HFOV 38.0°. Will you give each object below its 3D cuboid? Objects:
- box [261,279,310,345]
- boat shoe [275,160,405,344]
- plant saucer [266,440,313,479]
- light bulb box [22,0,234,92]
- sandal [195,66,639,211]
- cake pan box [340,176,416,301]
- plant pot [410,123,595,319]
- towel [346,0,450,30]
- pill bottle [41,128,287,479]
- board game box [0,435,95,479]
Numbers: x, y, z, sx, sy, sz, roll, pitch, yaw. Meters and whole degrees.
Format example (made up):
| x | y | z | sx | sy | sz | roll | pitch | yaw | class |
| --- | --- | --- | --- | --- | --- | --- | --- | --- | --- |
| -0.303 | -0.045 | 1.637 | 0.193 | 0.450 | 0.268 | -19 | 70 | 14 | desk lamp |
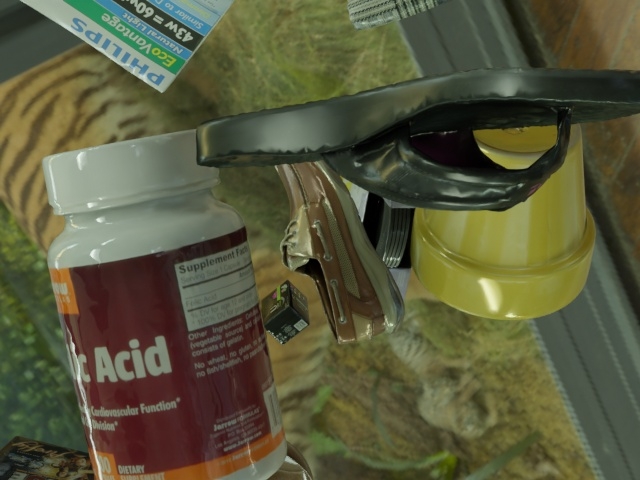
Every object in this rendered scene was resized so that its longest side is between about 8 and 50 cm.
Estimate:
| x | y | z | sx | sy | sz | roll | pitch | yaw | class |
| --- | --- | --- | --- | --- | --- | --- | --- | --- | --- |
| -0.058 | 0.117 | 1.517 | 0.052 | 0.062 | 0.083 | 45 | -164 | -24 | box |
| 0.000 | 0.000 | 1.326 | 0.324 | 0.116 | 0.123 | 61 | 166 | 19 | boat shoe |
| -0.095 | 0.368 | 1.592 | 0.198 | 0.036 | 0.199 | 20 | 146 | 14 | plant saucer |
| -0.262 | -0.461 | 1.298 | 0.358 | 0.225 | 0.361 | 31 | 142 | -17 | light bulb box |
| 0.082 | -0.073 | 0.794 | 0.445 | 0.167 | 0.107 | -4 | 90 | 40 | sandal |
| 0.095 | -0.058 | 1.519 | 0.267 | 0.070 | 0.246 | -116 | 30 | -57 | cake pan box |
| 0.255 | -0.061 | 1.270 | 0.254 | 0.254 | 0.239 | 30 | 138 | 33 | plant pot |
| 0.177 | -0.346 | 1.116 | 0.324 | 0.312 | 0.056 | -85 | -25 | -69 | towel |
| -0.179 | 0.082 | 1.051 | 0.224 | 0.224 | 0.392 | -2 | 101 | 54 | pill bottle |
| -0.409 | 0.388 | 1.485 | 0.243 | 0.165 | 0.042 | 12 | 102 | 4 | board game box |
